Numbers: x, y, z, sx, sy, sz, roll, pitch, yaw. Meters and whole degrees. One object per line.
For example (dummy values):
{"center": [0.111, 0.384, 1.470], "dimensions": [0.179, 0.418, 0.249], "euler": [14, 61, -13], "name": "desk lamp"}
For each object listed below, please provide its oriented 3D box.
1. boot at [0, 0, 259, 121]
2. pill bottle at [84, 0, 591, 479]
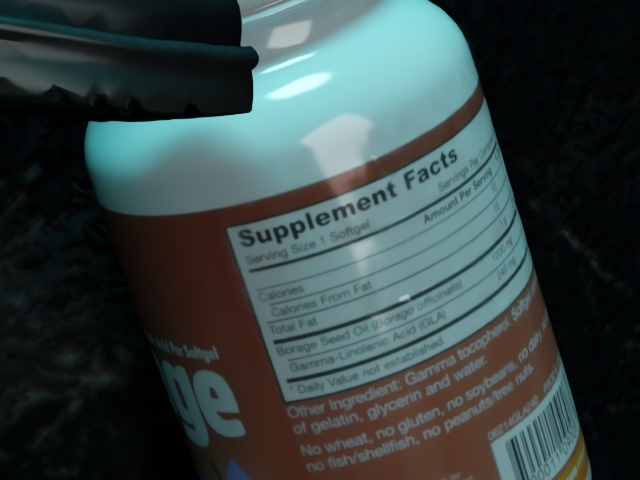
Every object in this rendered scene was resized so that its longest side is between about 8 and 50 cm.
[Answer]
{"center": [-0.121, -0.140, 0.439], "dimensions": [0.246, 0.094, 0.207], "euler": [9, 91, -14], "name": "boot"}
{"center": [0.000, 0.000, 0.573], "dimensions": [0.121, 0.121, 0.216], "euler": [-28, 111, -27], "name": "pill bottle"}
